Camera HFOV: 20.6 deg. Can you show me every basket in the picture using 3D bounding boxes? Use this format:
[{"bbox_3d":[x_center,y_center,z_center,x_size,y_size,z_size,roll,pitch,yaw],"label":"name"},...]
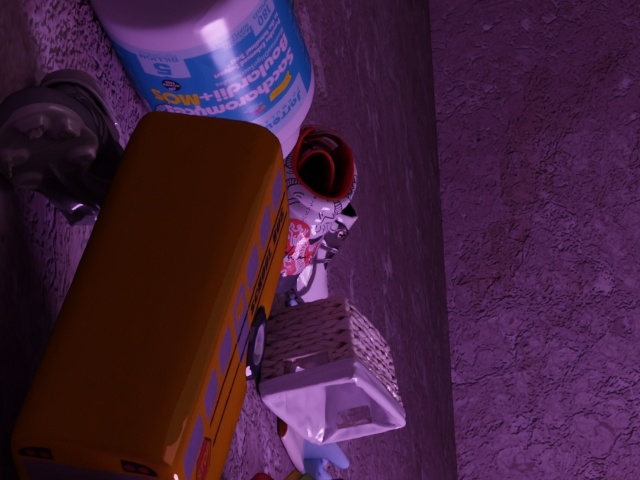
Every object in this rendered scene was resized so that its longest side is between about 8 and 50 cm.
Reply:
[{"bbox_3d":[0.011,0.138,1.883,0.167,0.113,0.103,48,32,-58],"label":"basket"}]

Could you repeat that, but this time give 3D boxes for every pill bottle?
[{"bbox_3d":[-0.088,-0.159,1.449,0.264,0.146,0.146,66,20,-59],"label":"pill bottle"}]

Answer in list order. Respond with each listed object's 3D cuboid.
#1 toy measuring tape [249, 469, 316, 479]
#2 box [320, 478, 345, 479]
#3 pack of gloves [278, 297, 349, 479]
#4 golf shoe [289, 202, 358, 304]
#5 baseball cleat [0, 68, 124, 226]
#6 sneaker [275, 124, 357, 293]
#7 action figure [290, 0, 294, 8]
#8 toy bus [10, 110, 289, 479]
[{"bbox_3d":[-0.022,0.258,1.632,0.330,0.121,0.121,-19,102,-80],"label":"toy measuring tape"},{"bbox_3d":[-0.041,0.399,1.230,0.343,0.179,0.312,-82,161,-56],"label":"box"},{"bbox_3d":[-0.001,0.188,2.035,0.232,0.046,0.195,69,18,-56],"label":"pack of gloves"},{"bbox_3d":[0.000,0.000,2.025,0.077,0.094,0.198,-86,168,-50],"label":"golf shoe"},{"bbox_3d":[-0.176,-0.075,1.166,0.206,0.072,0.109,70,2,-70],"label":"baseball cleat"},{"bbox_3d":[-0.012,-0.073,1.833,0.145,0.090,0.270,-57,-168,33],"label":"sneaker"},{"bbox_3d":[-0.062,-0.191,1.877,0.137,0.064,0.232,69,24,-61],"label":"action figure"},{"bbox_3d":[-0.107,0.083,1.103,0.130,0.108,0.332,87,15,-50],"label":"toy bus"}]
